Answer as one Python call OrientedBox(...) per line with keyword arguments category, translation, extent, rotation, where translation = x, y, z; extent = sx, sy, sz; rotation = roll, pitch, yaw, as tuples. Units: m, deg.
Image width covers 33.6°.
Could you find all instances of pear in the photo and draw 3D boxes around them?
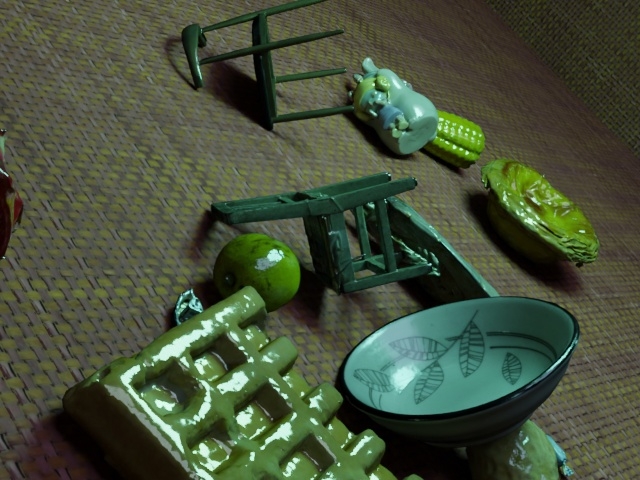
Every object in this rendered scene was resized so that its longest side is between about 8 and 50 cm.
OrientedBox(category="pear", translation=(-0.081, 0.042, 1.332), extent=(0.107, 0.107, 0.131), rotation=(51, 21, 21))

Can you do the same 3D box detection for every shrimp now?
OrientedBox(category="shrimp", translation=(0.159, 0.014, 1.635), extent=(0.360, 0.085, 0.247), rotation=(44, -8, 22))

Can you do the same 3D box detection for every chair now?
OrientedBox(category="chair", translation=(0.000, 0.000, 1.465), extent=(0.270, 0.147, 0.136), rotation=(-13, 11, -14))
OrientedBox(category="chair", translation=(-0.090, -0.303, 1.826), extent=(0.272, 0.166, 0.188), rotation=(-7, 35, 2))

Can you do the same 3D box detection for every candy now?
OrientedBox(category="candy", translation=(0.240, -0.228, 2.209), extent=(0.199, 0.094, 0.106), rotation=(21, 36, -22))
OrientedBox(category="candy", translation=(0.342, 0.312, 1.561), extent=(0.030, 0.020, 0.083), rotation=(6, 41, -51))

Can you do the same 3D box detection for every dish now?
OrientedBox(category="dish", translation=(0.184, 0.182, 1.355), extent=(0.316, 0.316, 0.106), rotation=(-56, 133, -64))

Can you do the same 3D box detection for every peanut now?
OrientedBox(category="peanut", translation=(0.250, 0.291, 1.370), extent=(0.140, 0.109, 0.159), rotation=(27, 28, -30))

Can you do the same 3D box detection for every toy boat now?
OrientedBox(category="toy boat", translation=(-0.154, 0.085, 1.244), extent=(0.038, 0.038, 0.083), rotation=(27, 29, -25))

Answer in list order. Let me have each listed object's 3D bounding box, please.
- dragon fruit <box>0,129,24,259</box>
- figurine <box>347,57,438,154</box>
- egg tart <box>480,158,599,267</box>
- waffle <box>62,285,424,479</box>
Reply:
OrientedBox(category="dragon fruit", translation=(-0.418, -0.113, 1.102), extent=(0.274, 0.126, 0.161), rotation=(27, 29, -27))
OrientedBox(category="figurine", translation=(0.117, -0.281, 2.104), extent=(0.155, 0.127, 0.235), rotation=(-10, 49, -46))
OrientedBox(category="egg tart", translation=(0.426, -0.043, 2.136), extent=(0.295, 0.116, 0.295), rotation=(29, 29, -18))
OrientedBox(category="waffle", translation=(-0.060, 0.223, 1.086), extent=(0.348, 0.077, 0.304), rotation=(47, 28, 7))
